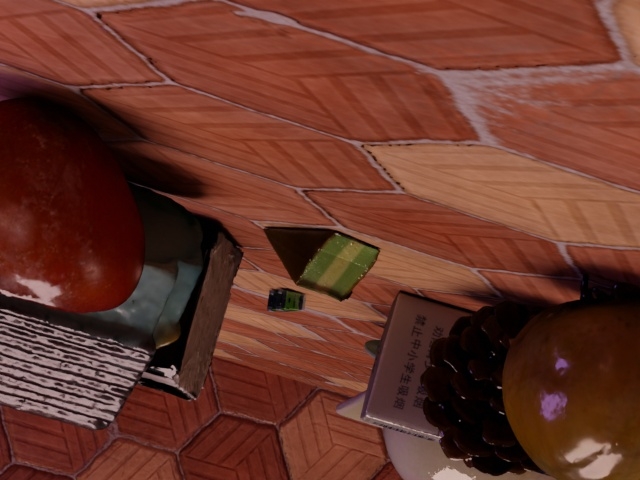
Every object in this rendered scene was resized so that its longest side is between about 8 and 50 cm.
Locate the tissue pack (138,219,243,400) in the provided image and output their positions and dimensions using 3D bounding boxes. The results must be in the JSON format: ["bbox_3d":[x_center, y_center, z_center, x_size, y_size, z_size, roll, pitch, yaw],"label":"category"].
[{"bbox_3d":[-0.304,0.045,1.835,0.370,0.210,0.198,15,174,9],"label":"tissue pack"}]

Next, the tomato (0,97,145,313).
[{"bbox_3d":[-0.251,-0.047,1.356,0.233,0.139,0.200,23,-155,-9],"label":"tomato"}]

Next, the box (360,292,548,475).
[{"bbox_3d":[0.194,0.178,1.902,0.259,0.168,0.071,18,169,-2],"label":"box"}]

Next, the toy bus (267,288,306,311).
[{"bbox_3d":[-0.051,0.087,2.198,0.037,0.031,0.083,9,173,-18],"label":"toy bus"}]

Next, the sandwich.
[{"bbox_3d":[0.000,0.000,1.673,0.074,0.074,0.116,22,-159,-35],"label":"sandwich"}]

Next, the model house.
[{"bbox_3d":[-0.290,0.067,1.579,0.281,0.248,0.230,19,-161,-16],"label":"model house"}]

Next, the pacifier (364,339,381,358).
[{"bbox_3d":[0.132,0.193,2.271,0.150,0.116,0.127,13,-163,-4],"label":"pacifier"}]

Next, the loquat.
[{"bbox_3d":[0.278,0.138,1.476,0.213,0.213,0.213,15,171,3],"label":"loquat"}]

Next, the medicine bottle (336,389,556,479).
[{"bbox_3d":[0.243,0.263,2.097,0.406,0.235,0.236,18,170,-15],"label":"medicine bottle"}]

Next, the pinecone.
[{"bbox_3d":[0.212,0.160,1.720,0.208,0.207,0.208,15,171,3],"label":"pinecone"}]
